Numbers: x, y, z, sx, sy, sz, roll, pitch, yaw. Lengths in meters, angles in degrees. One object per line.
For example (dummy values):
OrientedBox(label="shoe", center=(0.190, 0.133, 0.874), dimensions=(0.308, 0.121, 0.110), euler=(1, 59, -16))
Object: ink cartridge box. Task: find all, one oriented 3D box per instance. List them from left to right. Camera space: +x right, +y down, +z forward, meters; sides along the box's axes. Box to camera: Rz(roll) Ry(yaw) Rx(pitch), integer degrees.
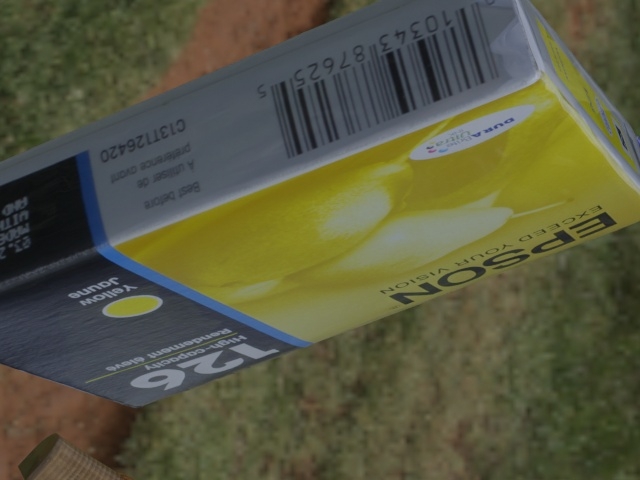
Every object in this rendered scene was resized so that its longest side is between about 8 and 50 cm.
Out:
OrientedBox(label="ink cartridge box", center=(0.000, 0.000, 0.816), dimensions=(0.307, 0.303, 0.072), euler=(33, 39, -61))

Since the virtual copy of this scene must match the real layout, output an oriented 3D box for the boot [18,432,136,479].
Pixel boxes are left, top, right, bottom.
OrientedBox(label="boot", center=(-0.270, 0.349, 1.641), dimensions=(0.295, 0.104, 0.211), euler=(-45, 108, 0))
